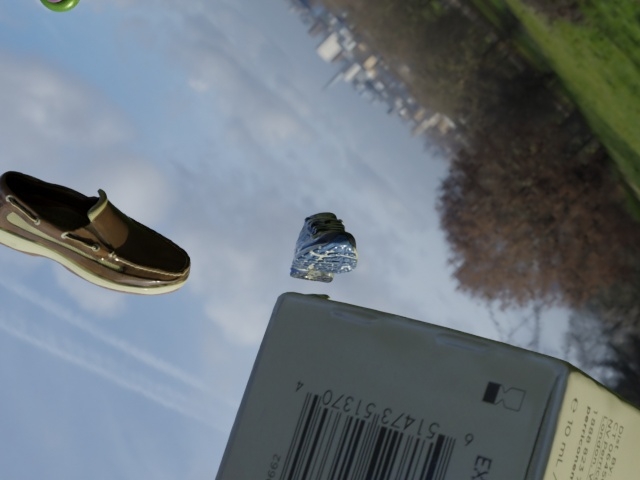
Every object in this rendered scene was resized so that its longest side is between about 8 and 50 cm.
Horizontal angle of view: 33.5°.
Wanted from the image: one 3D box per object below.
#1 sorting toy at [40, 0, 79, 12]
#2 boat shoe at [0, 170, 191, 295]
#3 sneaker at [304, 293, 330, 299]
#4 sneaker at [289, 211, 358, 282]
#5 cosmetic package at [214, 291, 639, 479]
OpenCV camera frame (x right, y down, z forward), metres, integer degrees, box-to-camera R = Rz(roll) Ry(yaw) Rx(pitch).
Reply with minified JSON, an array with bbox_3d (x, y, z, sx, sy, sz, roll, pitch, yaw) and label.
[{"bbox_3d":[-0.278,-0.294,1.151,0.061,0.102,0.042,39,-164,-7],"label":"sorting toy"},{"bbox_3d":[-0.268,-0.011,1.258,0.257,0.095,0.095,17,-138,-18],"label":"boat shoe"},{"bbox_3d":[0.044,0.140,1.167,0.237,0.086,0.085,45,147,30],"label":"sneaker"},{"bbox_3d":[0.000,0.000,0.944,0.052,0.058,0.135,9,169,-14],"label":"sneaker"},{"bbox_3d":[0.099,0.138,0.525,0.153,0.129,0.296,10,167,41],"label":"cosmetic package"}]
